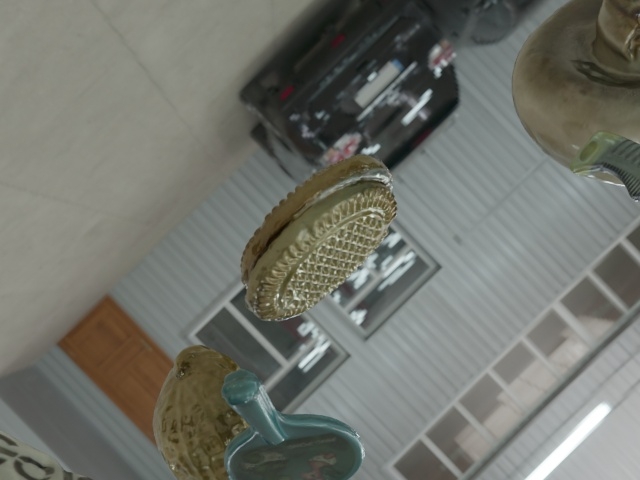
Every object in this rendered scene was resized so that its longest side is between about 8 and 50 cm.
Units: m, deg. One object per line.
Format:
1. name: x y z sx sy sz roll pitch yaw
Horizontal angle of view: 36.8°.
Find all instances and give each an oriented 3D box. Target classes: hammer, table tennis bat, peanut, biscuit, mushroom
1. hammer: 0.370 -0.038 0.997 0.158 0.226 0.041 -54 158 13
2. table tennis bat: -0.035 0.169 0.823 0.124 0.201 0.033 -17 -131 9
3. peanut: -0.109 0.230 1.073 0.110 0.233 0.197 -29 177 -35
4. biscuit: 0.000 0.000 1.257 0.259 0.079 0.259 -36 159 -16
5. mushroom: 0.453 -0.250 1.357 0.362 0.362 0.294 -44 143 -30

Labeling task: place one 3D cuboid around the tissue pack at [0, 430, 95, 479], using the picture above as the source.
1. tissue pack: -0.261 0.302 0.657 0.195 0.376 0.390 -25 139 -82
